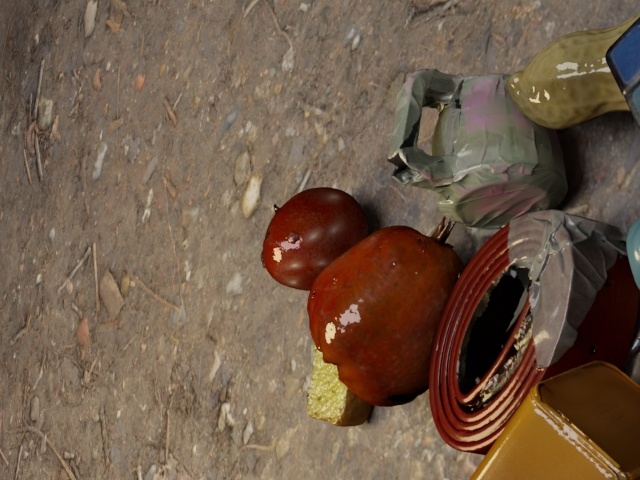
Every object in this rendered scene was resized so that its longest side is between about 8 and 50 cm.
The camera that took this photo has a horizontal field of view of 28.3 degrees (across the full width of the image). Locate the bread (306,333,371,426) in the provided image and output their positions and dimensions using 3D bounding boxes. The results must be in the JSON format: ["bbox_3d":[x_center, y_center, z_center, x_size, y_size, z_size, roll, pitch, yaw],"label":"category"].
[{"bbox_3d":[0.034,0.181,1.867,0.103,0.065,0.187,-17,67,55],"label":"bread"}]

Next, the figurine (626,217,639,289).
[{"bbox_3d":[0.413,0.061,1.298,0.205,0.103,0.260,-44,55,43],"label":"figurine"}]

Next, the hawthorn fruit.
[{"bbox_3d":[0.112,0.070,1.672,0.299,0.211,0.211,-54,37,9],"label":"hawthorn fruit"}]

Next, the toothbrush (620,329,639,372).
[{"bbox_3d":[0.352,0.134,1.446,0.019,0.013,0.193,46,118,42],"label":"toothbrush"}]

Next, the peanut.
[{"bbox_3d":[0.338,-0.190,1.455,0.257,0.124,0.123,-17,65,38],"label":"peanut"}]

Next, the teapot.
[{"bbox_3d":[0.190,-0.118,1.597,0.163,0.222,0.178,88,180,-61],"label":"teapot"}]

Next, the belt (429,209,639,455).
[{"bbox_3d":[0.249,0.107,1.510,0.323,0.115,0.227,-66,32,17],"label":"belt"}]

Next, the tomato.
[{"bbox_3d":[0.000,0.000,1.906,0.167,0.167,0.167,-24,60,51],"label":"tomato"}]

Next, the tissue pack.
[{"bbox_3d":[0.244,0.284,1.360,0.145,0.194,0.274,41,116,24],"label":"tissue pack"}]

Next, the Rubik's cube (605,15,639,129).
[{"bbox_3d":[0.475,-0.122,1.092,0.292,0.287,0.293,-48,44,39],"label":"Rubik's cube"}]
